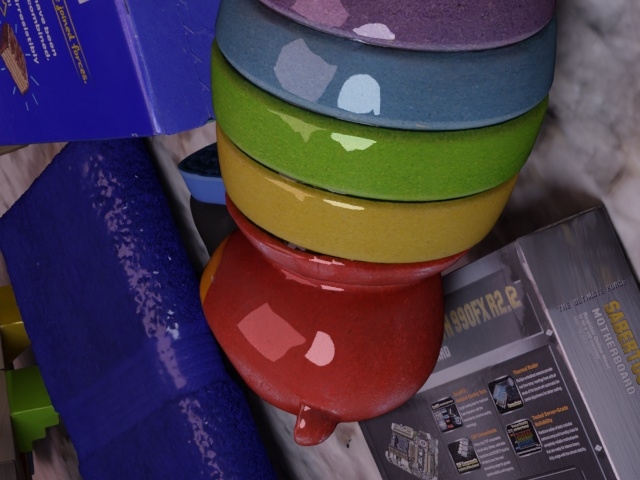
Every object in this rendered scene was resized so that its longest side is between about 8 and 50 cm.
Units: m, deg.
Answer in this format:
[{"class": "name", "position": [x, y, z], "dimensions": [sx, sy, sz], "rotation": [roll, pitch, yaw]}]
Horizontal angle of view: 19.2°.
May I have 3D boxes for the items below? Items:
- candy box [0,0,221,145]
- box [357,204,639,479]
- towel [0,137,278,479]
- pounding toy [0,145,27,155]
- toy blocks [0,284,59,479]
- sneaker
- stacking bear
[{"class": "candy box", "position": [-0.153, -0.196, 1.145], "dimensions": [0.317, 0.122, 0.268], "rotation": [5, 112, 61]}, {"class": "box", "position": [0.101, 0.100, 0.972], "dimensions": [0.231, 0.056, 0.183], "rotation": [-32, 79, 62]}, {"class": "towel", "position": [-0.123, 0.087, 1.346], "dimensions": [0.227, 0.076, 0.308], "rotation": [-35, 74, 55]}, {"class": "pounding toy", "position": [-0.322, -0.093, 1.427], "dimensions": [0.094, 0.206, 0.181], "rotation": [64, 152, 9]}, {"class": "toy blocks", "position": [-0.288, 0.204, 1.565], "dimensions": [0.381, 0.190, 0.261], "rotation": [-107, 10, -47]}, {"class": "sneaker", "position": [0.000, 0.000, 1.068], "dimensions": [0.232, 0.081, 0.090], "rotation": [22, 136, 59]}, {"class": "stacking bear", "position": [0.016, -0.047, 0.863], "dimensions": [0.164, 0.175, 0.289], "rotation": [12, 119, 5]}]
